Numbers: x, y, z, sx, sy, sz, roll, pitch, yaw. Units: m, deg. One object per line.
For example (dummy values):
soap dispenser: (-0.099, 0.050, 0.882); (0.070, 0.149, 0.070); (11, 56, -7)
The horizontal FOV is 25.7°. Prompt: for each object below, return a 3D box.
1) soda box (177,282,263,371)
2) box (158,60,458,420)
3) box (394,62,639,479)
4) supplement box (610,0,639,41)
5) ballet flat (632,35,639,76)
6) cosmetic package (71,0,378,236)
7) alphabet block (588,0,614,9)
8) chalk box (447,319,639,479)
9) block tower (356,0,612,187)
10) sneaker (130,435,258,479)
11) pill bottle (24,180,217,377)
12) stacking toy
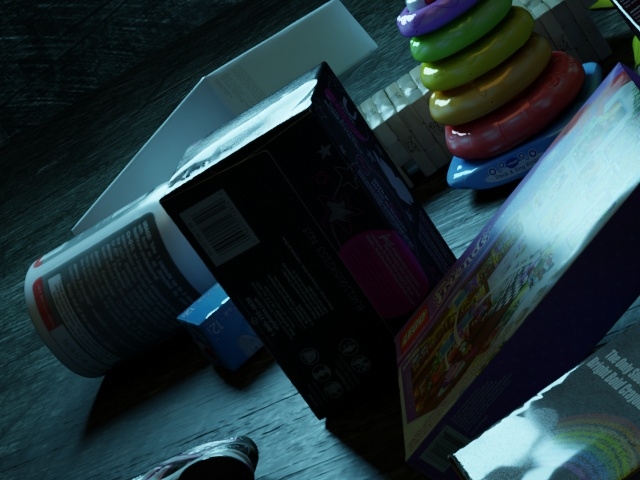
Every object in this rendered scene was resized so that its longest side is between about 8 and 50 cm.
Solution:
soda box: (-0.047, 0.044, 1.494); (0.210, 0.067, 0.071); (-42, 19, -17)
box: (0.000, 0.000, 1.227); (0.163, 0.247, 0.142); (-30, 17, 17)
box: (0.165, 0.022, 1.027); (0.293, 0.057, 0.201); (-52, 13, 18)
supplement box: (0.266, -0.094, 0.870); (0.073, 0.130, 0.239); (-36, 28, 12)
ballet flat: (0.336, -0.146, 1.285); (0.077, 0.077, 0.231); (-53, 21, -1)
cosmetic package: (-0.127, -0.129, 1.812); (0.284, 0.097, 0.377); (-37, -3, -45)
alphabet block: (0.383, -0.408, 1.658); (0.197, 0.193, 0.192); (-40, 17, -13)
chalk box: (0.201, 0.125, 0.743); (0.213, 0.132, 0.132); (-35, 17, 0)
block tower: (0.173, -0.175, 1.599); (0.335, 0.097, 0.091); (-35, 25, 7)
sneaker: (-0.124, 0.221, 1.216); (0.178, 0.072, 0.077); (-20, 10, 19)
pill bottle: (-0.189, 0.031, 1.634); (0.283, 0.161, 0.161); (-29, 19, 18)
stacking toy: (0.145, -0.217, 1.424); (0.175, 0.302, 0.166); (-25, 21, 28)
